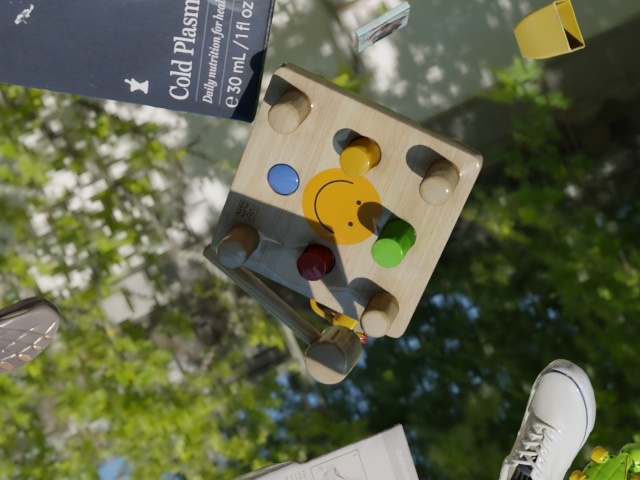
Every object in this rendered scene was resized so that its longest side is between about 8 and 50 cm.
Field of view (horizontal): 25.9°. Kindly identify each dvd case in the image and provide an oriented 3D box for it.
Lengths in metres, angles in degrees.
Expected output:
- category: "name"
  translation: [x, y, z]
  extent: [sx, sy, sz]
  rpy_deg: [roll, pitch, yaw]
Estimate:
- category: "dvd case"
  translation: [0.089, -0.311, 2.029]
  extent: [0.087, 0.013, 0.119]
  rpy_deg: [-30, 175, -1]

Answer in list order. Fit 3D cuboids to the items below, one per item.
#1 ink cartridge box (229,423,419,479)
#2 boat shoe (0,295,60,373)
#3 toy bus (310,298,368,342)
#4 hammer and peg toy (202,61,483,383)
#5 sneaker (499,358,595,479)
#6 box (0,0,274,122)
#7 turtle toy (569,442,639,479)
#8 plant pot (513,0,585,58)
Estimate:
- category: "ink cartridge box"
  translation: [0.005, 0.350, 1.297]
  extent: [0.261, 0.296, 0.066]
  rpy_deg: [-15, 177, -37]
- category: "boat shoe"
  translation: [-0.649, 0.186, 2.569]
  extent: [0.355, 0.132, 0.130]
  rpy_deg: [-28, -130, 6]
- category: "toy bus"
  translation: [0.037, 0.077, 1.959]
  extent: [0.191, 0.104, 0.202]
  rpy_deg: [-45, 162, -43]
- category: "hammer and peg toy"
  translation: [0.000, 0.000, 1.600]
  extent: [0.361, 0.266, 0.127]
  rpy_deg: [-66, 174, 29]
- category: "sneaker"
  translation: [0.301, 0.277, 1.863]
  extent: [0.094, 0.258, 0.091]
  rpy_deg: [25, -141, 25]
- category: "box"
  translation: [-0.261, -0.429, 1.558]
  extent: [0.471, 0.480, 0.297]
  rpy_deg: [9, -135, -3]
- category: "turtle toy"
  translation: [0.442, 0.356, 2.086]
  extent: [0.130, 0.095, 0.066]
  rpy_deg: [-47, 152, -6]
- category: "plant pot"
  translation: [0.348, -0.321, 2.145]
  extent: [0.083, 0.082, 0.081]
  rpy_deg: [-16, -175, 29]
